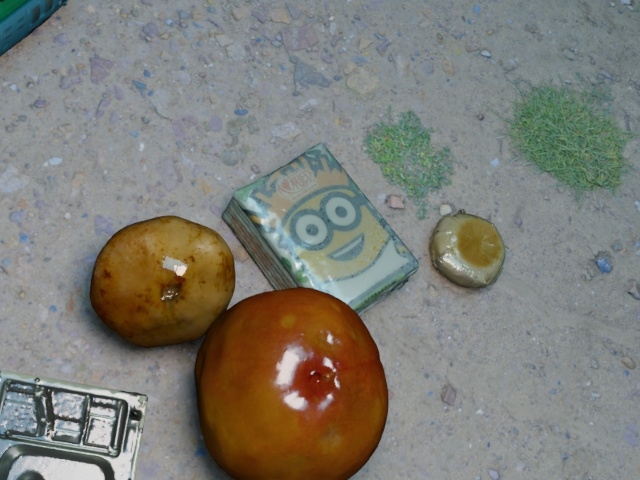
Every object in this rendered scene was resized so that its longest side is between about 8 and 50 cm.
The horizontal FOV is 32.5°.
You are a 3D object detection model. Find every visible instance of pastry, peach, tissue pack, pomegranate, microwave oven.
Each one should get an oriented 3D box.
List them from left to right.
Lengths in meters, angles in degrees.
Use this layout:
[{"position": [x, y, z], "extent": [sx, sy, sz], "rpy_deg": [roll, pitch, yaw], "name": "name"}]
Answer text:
[{"position": [-0.412, 0.426, 1.559], "extent": [0.247, 0.333, 0.394], "rpy_deg": [11, 63, -11], "name": "microwave oven"}, {"position": [-0.263, 0.070, 1.843], "extent": [0.248, 0.248, 0.248], "rpy_deg": [8, 63, -17], "name": "pomegranate"}, {"position": [-0.043, 0.246, 1.784], "extent": [0.343, 0.302, 0.342], "rpy_deg": [9, 69, -24], "name": "peach"}, {"position": [0.000, 0.000, 2.033], "extent": [0.228, 0.128, 0.310], "rpy_deg": [-32, 78, -30], "name": "tissue pack"}, {"position": [0.289, 0.021, 2.156], "extent": [0.166, 0.088, 0.165], "rpy_deg": [8, 63, -16], "name": "pastry"}]

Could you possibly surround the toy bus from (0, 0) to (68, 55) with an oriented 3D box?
[{"position": [-0.596, -0.453, 1.984], "extent": [0.199, 0.183, 0.343], "rpy_deg": [42, 59, -2], "name": "toy bus"}]
